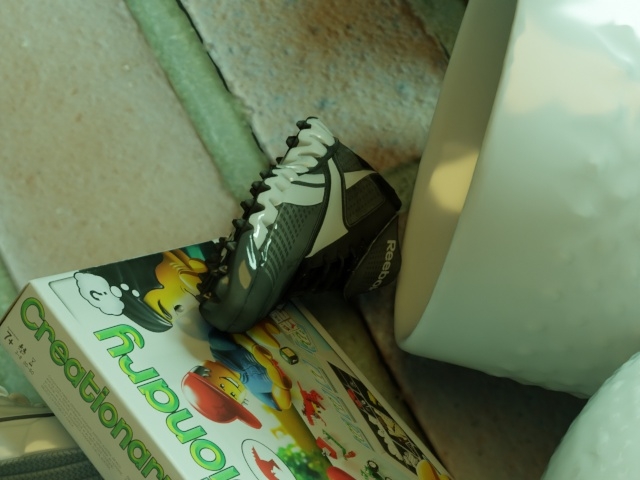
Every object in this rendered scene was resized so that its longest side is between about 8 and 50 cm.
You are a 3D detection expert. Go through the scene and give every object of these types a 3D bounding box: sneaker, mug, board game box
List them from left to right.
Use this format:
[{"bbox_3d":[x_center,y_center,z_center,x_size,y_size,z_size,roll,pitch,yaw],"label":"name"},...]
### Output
[{"bbox_3d":[-0.207,0.114,0.922,0.258,0.094,0.091,-2,49,-14],"label":"sneaker"},{"bbox_3d":[-0.022,0.131,0.898,0.305,0.053,0.193,48,31,18],"label":"board game box"},{"bbox_3d":[0.000,0.000,0.970,0.106,0.078,0.234,32,27,-1],"label":"sneaker"},{"bbox_3d":[0.248,-0.065,0.910,0.328,0.374,0.276,15,36,-3],"label":"mug"}]

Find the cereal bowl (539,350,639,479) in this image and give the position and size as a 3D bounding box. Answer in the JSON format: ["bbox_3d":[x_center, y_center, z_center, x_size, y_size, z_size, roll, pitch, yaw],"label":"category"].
[{"bbox_3d":[0.252,0.162,0.692,0.339,0.141,0.338,-1,64,2],"label":"cereal bowl"}]
